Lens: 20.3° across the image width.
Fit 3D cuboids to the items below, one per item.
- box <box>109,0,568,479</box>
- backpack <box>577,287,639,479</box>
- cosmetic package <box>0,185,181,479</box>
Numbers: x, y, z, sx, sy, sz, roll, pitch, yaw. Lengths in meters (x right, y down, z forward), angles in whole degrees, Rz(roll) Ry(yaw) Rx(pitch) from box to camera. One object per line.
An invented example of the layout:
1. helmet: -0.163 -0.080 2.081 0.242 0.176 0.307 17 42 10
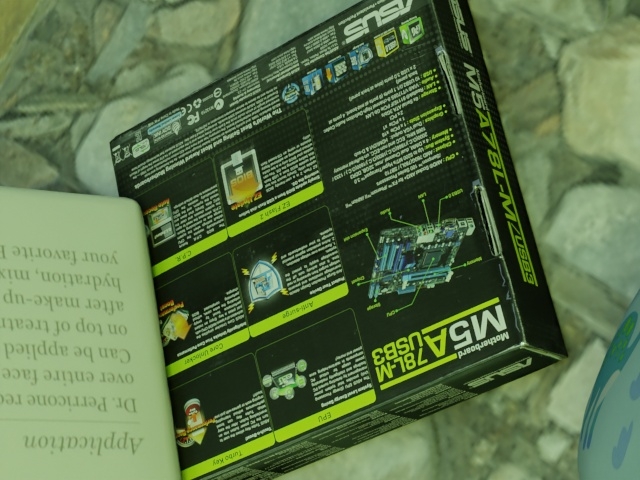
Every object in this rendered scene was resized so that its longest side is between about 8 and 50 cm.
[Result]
1. box: 0.000 0.000 0.805 0.190 0.045 0.184 -26 66 27
2. backpack: 0.209 0.035 0.504 0.355 0.290 0.273 -41 92 10
3. cosmetic package: -0.177 0.207 0.744 0.161 0.230 0.453 -36 57 48
